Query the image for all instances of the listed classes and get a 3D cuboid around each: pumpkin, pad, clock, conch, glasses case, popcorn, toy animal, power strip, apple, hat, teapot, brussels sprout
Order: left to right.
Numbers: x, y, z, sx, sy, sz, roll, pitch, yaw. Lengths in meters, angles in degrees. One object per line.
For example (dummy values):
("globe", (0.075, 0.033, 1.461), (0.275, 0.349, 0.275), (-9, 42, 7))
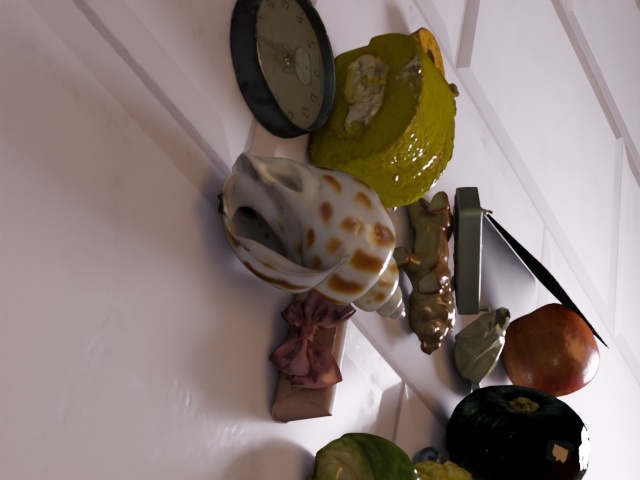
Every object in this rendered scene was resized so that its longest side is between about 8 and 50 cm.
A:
("clock", (-0.046, -0.247, 1.544), (0.215, 0.042, 0.215), (24, 62, -56))
("glasses case", (-0.008, 0.132, 1.444), (0.070, 0.102, 0.193), (41, 48, -40))
("conch", (0.000, 0.000, 1.402), (0.183, 0.275, 0.149), (-54, 174, -21))
("brussels sprout", (0.060, 0.343, 1.470), (0.145, 0.131, 0.183), (33, 50, -46))
("toy animal", (0.172, 0.028, 1.819), (0.157, 0.097, 0.312), (57, 33, -56))
("teapot", (0.175, 0.366, 1.763), (0.083, 0.063, 0.049), (58, 5, -31))
("popcorn", (0.176, 0.412, 1.667), (0.173, 0.142, 0.173), (51, 17, -22))
("power strip", (0.254, 0.002, 1.923), (0.145, 0.061, 0.215), (-89, 177, -55))
("hat", (0.274, 0.196, 1.943), (0.122, 0.081, 0.166), (-58, 154, -36))
("pumpkin", (0.319, 0.331, 1.835), (0.233, 0.233, 0.163), (-37, 140, -58))
("apple", (0.425, 0.209, 2.108), (0.168, 0.181, 0.181), (62, 29, 5))
("pad", (0.465, 0.072, 2.141), (0.375, 0.063, 0.315), (42, 7, -48))

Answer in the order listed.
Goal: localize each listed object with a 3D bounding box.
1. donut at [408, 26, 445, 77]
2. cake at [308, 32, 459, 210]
("donut", (0.179, -0.312, 1.957), (0.097, 0.043, 0.108), (23, 61, -56))
("cake", (0.098, -0.178, 1.637), (0.156, 0.179, 0.260), (48, 44, -45))
